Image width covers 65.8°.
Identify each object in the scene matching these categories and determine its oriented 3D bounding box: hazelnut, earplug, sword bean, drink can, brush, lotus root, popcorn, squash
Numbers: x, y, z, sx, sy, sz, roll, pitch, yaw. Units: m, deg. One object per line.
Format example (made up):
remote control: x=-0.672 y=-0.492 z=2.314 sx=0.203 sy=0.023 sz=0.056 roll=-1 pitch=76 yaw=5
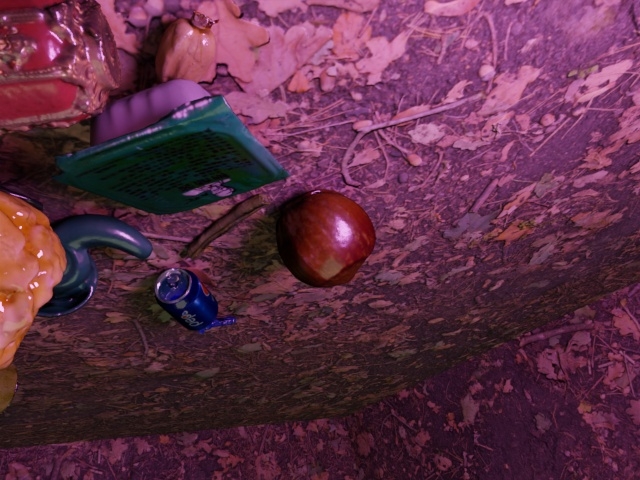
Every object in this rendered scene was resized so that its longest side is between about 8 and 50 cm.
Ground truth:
hazelnut: x=0.000 y=0.000 z=1.086 sx=0.218 sy=0.218 sz=0.234 roll=11 pitch=143 yaw=-37
earplug: x=-0.521 y=0.054 z=1.050 sx=0.257 sy=0.164 sz=0.280 roll=-38 pitch=-179 yaw=-35
sword bean: x=-0.216 y=-0.030 z=1.112 sx=0.269 sy=0.038 sz=0.043 roll=-33 pitch=121 yaw=31
drink can: x=-0.349 y=0.155 z=1.294 sx=0.118 sy=0.118 sz=0.205 roll=-14 pitch=152 yaw=1
brush: x=-0.574 y=-0.094 z=0.862 sx=0.063 sy=0.016 sz=0.193 roll=-26 pitch=149 yaw=24
lotus root: x=-0.187 y=-0.261 z=0.689 sx=0.073 sy=0.062 sz=0.150 roll=30 pitch=135 yaw=-20
popcorn: x=-0.620 y=0.062 z=0.769 sx=0.354 sy=0.344 sz=0.390 roll=40 pitch=133 yaw=-21
squash: x=-0.996 y=0.383 z=1.347 sx=0.189 sy=0.189 sz=0.260 roll=-21 pitch=155 yaw=13

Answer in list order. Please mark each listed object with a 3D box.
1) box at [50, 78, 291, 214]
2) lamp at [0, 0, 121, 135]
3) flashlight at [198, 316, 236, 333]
box: x=-0.216 y=-0.144 z=0.772 sx=0.264 sy=0.105 sz=0.337 roll=-16 pitch=171 yaw=7
lamp: x=-0.387 y=-0.212 z=0.589 sx=0.274 sy=0.177 sz=0.177 roll=-11 pitch=151 yaw=-10
flashlight: x=-0.330 y=0.260 z=1.573 sx=0.121 sy=0.057 sz=0.035 roll=-5 pitch=-174 yaw=-29
